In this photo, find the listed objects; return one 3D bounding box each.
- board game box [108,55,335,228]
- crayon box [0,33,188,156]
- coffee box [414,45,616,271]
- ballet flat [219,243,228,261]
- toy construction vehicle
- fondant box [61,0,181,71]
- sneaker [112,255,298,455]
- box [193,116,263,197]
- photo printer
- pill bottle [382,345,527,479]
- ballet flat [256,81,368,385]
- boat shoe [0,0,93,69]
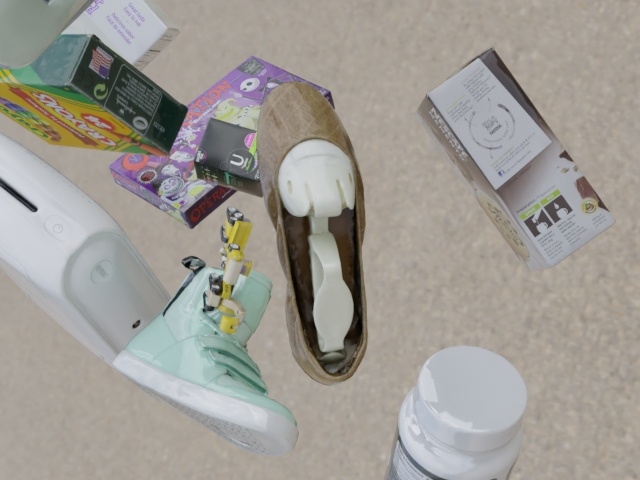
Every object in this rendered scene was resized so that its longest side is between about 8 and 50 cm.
[{"bbox_3d":[-0.166,-0.176,1.971,0.208,0.056,0.347,26,58,39],"label":"board game box"},{"bbox_3d":[-0.367,-0.205,1.614,0.318,0.202,0.081,9,72,40],"label":"crayon box"},{"bbox_3d":[0.272,-0.110,1.652,0.118,0.297,0.168,-35,-1,-3],"label":"coffee box"},{"bbox_3d":[-0.159,0.029,2.043,0.041,0.041,0.114,-57,31,29],"label":"ballet flat"},{"bbox_3d":[-0.076,0.027,1.032,0.098,0.035,0.086,-110,37,-65],"label":"toy construction vehicle"},{"bbox_3d":[-0.483,-0.399,2.327,0.330,0.238,0.096,-42,-3,12],"label":"fondant box"},{"bbox_3d":[-0.081,0.093,1.043,0.256,0.094,0.151,18,68,51],"label":"sneaker"},{"bbox_3d":[-0.098,-0.096,1.341,0.052,0.083,0.062,90,-162,-70],"label":"box"},{"bbox_3d":[-0.288,0.010,1.263,0.256,0.307,0.107,34,74,28],"label":"photo printer"},{"bbox_3d":[0.172,0.275,1.502,0.283,0.161,0.161,98,167,-45],"label":"pill bottle"},{"bbox_3d":[0.000,0.000,1.256,0.124,0.116,0.343,-133,38,-76],"label":"ballet flat"},{"bbox_3d":[-0.225,-0.247,1.034,0.227,0.079,0.081,-49,22,-8],"label":"boat shoe"}]
